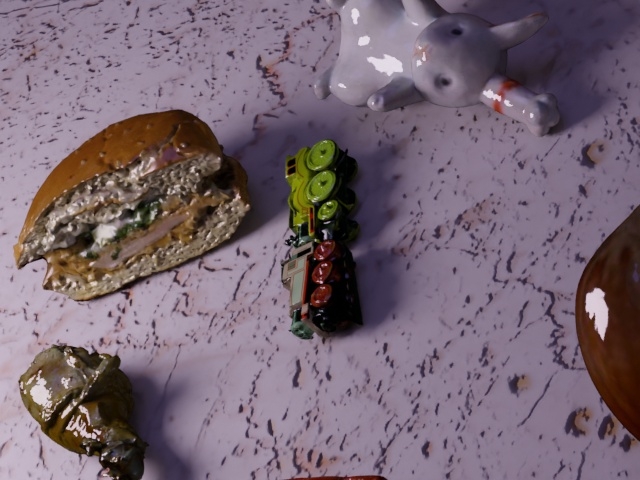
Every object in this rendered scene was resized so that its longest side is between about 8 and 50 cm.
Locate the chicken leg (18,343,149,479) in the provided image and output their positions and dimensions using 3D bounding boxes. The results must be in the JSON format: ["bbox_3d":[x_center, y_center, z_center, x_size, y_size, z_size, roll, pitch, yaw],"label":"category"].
[{"bbox_3d":[-0.226,0.171,1.660,0.103,0.088,0.228,-36,35,-19],"label":"chicken leg"}]

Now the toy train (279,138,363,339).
[{"bbox_3d":[0.000,0.000,1.686,0.085,0.053,0.249,-26,41,25],"label":"toy train"}]

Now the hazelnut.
[{"bbox_3d":[0.309,0.066,1.301,0.212,0.181,0.181,-26,40,13],"label":"hazelnut"}]

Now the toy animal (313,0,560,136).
[{"bbox_3d":[0.118,-0.193,1.709,0.282,0.138,0.140,18,100,49],"label":"toy animal"}]

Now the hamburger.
[{"bbox_3d":[-0.213,-0.055,1.817,0.283,0.144,0.156,-23,42,19],"label":"hamburger"}]

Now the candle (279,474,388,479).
[{"bbox_3d":[0.018,0.232,1.458,0.162,0.053,0.048,-7,54,28],"label":"candle"}]
